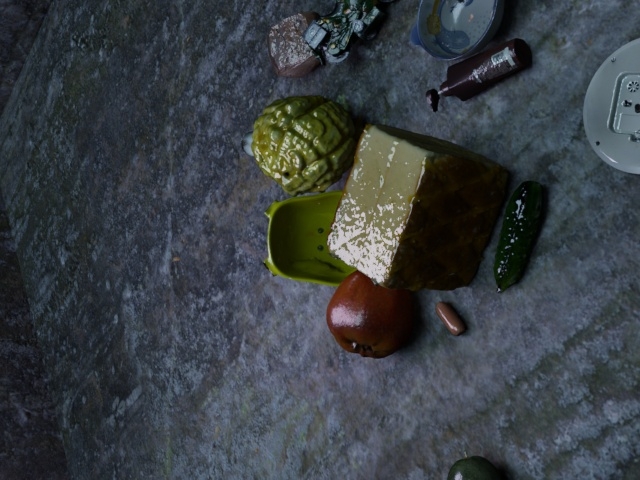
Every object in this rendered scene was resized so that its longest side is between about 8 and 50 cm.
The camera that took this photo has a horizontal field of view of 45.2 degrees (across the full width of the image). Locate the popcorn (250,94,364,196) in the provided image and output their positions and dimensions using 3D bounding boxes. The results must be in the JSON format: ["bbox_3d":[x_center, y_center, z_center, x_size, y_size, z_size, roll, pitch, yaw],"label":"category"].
[{"bbox_3d":[-0.032,-0.232,1.794,0.270,0.258,0.224,-9,114,10],"label":"popcorn"}]

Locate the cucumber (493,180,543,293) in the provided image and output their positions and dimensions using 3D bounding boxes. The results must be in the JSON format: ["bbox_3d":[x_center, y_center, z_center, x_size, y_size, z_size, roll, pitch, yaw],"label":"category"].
[{"bbox_3d":[0.373,-0.005,1.466,0.069,0.069,0.227,28,113,45],"label":"cucumber"}]

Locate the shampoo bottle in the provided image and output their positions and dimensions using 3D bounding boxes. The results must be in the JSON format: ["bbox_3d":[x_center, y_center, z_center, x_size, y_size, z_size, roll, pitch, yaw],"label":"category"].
[{"bbox_3d":[0.312,-0.331,1.553,0.236,0.067,0.068,-19,64,46],"label":"shampoo bottle"}]

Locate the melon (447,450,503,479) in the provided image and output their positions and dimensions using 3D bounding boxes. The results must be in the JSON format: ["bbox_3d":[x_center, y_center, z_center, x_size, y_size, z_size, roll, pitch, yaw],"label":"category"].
[{"bbox_3d":[0.300,0.489,1.476,0.114,0.114,0.167,-30,69,43],"label":"melon"}]

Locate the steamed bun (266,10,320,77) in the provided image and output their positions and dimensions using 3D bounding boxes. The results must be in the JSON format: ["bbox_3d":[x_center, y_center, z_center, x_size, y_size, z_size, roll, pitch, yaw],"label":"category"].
[{"bbox_3d":[-0.062,-0.492,1.947,0.175,0.106,0.144,-21,72,43],"label":"steamed bun"}]

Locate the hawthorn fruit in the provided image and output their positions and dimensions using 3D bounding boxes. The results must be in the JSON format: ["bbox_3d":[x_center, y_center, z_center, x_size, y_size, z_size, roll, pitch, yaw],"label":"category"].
[{"bbox_3d":[0.118,0.139,1.674,0.196,0.196,0.225,-5,60,48],"label":"hawthorn fruit"}]

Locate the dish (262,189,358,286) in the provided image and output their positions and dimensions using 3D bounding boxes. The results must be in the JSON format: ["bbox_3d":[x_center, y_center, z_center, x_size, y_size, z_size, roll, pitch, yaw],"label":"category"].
[{"bbox_3d":[0.000,0.000,1.791,0.108,0.262,0.221,91,179,-84],"label":"dish"}]

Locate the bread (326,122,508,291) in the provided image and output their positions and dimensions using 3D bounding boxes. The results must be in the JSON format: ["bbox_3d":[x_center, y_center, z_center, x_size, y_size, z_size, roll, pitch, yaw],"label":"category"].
[{"bbox_3d":[0.195,-0.059,1.514,0.207,0.279,0.279,34,110,46],"label":"bread"}]

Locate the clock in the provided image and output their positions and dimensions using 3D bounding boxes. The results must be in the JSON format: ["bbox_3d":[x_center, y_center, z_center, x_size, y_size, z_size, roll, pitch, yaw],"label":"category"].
[{"bbox_3d":[0.553,-0.219,1.267,0.230,0.083,0.230,-1,88,50],"label":"clock"}]

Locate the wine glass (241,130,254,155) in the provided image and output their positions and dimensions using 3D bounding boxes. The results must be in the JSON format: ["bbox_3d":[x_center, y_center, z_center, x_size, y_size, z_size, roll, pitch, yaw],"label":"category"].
[{"bbox_3d":[-0.142,-0.248,2.047,0.155,0.072,0.072,22,104,46],"label":"wine glass"}]

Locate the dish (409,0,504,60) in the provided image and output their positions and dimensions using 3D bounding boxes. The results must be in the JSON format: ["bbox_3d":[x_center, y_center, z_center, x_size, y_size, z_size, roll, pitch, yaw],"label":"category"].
[{"bbox_3d":[0.300,-0.471,1.557,0.236,0.086,0.228,9,93,48],"label":"dish"}]

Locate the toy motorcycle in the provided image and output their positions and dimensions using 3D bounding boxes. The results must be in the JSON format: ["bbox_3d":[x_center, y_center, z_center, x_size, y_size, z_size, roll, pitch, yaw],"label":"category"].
[{"bbox_3d":[0.058,-0.548,1.795,0.187,0.125,0.274,45,108,18],"label":"toy motorcycle"}]

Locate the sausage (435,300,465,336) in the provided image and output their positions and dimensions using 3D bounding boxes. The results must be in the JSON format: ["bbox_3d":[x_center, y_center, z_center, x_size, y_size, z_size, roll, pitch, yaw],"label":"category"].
[{"bbox_3d":[0.268,0.161,1.591,0.034,0.034,0.083,-56,51,29],"label":"sausage"}]
